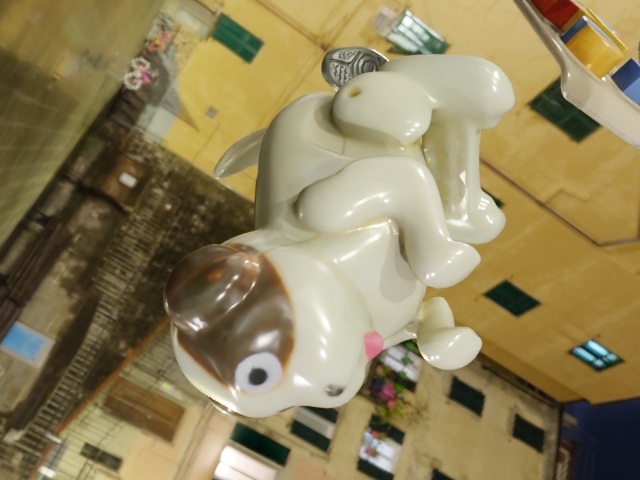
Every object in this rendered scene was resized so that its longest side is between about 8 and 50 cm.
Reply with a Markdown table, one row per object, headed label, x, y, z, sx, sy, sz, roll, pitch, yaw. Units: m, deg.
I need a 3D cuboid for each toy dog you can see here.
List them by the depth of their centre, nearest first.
| label | x | y | z | sx | sy | sz | roll | pitch | yaw |
| --- | --- | --- | --- | --- | --- | --- | --- | --- | --- |
| toy dog | 0.000 | 0.000 | 0.777 | 0.285 | 0.395 | 0.408 | 91 | 25 | -50 |

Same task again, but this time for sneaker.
| label | x | y | z | sx | sy | sz | roll | pitch | yaw |
| --- | --- | --- | --- | --- | --- | --- | --- | --- | --- |
| sneaker | 0.074 | -0.247 | 1.116 | 0.130 | 0.227 | 0.087 | 8 | -82 | 52 |

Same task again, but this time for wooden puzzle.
| label | x | y | z | sx | sy | sz | roll | pitch | yaw |
| --- | --- | --- | --- | --- | --- | --- | --- | --- | --- |
| wooden puzzle | 0.460 | -0.314 | 1.188 | 0.080 | 0.322 | 0.348 | -42 | -139 | 34 |

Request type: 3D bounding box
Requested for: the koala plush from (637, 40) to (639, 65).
| label | x | y | z | sx | sy | sz | roll | pitch | yaw |
| --- | --- | --- | --- | --- | --- | --- | --- | --- | --- |
| koala plush | 0.431 | -0.118 | 0.749 | 0.196 | 0.203 | 0.221 | -44 | 139 | -85 |
